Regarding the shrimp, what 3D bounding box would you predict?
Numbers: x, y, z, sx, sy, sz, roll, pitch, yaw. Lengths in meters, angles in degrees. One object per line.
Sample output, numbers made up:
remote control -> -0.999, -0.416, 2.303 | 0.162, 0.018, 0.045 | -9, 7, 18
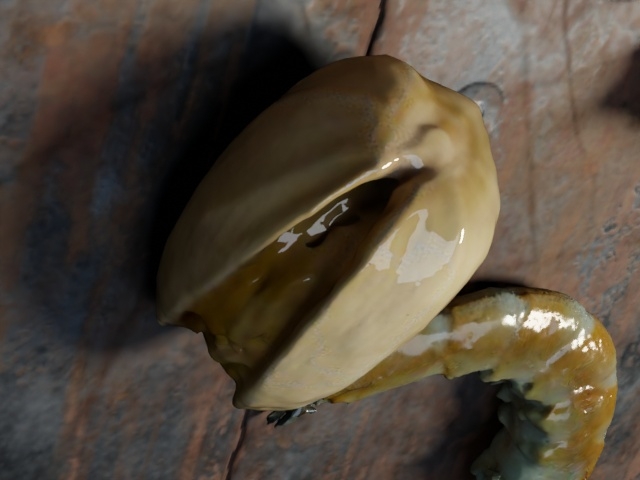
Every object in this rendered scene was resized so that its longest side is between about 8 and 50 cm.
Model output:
shrimp -> 0.119, 0.112, 1.118 | 0.287, 0.068, 0.185 | 28, 106, -43

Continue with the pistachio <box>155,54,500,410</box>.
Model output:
pistachio -> 0.000, 0.000, 0.897 | 0.157, 0.157, 0.229 | 19, 126, -42
